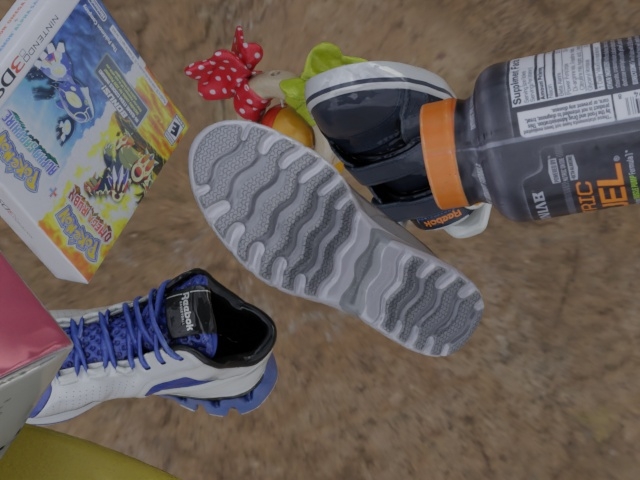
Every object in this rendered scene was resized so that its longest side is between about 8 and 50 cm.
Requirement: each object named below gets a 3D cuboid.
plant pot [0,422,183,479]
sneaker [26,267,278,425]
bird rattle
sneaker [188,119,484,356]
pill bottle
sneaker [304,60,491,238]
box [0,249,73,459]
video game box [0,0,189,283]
[{"bbox_3d":[-0.159,0.257,0.941,0.187,0.212,0.212,-7,133,31],"label":"plant pot"},{"bbox_3d":[-0.181,0.095,1.392,0.315,0.182,0.127,0,63,-15],"label":"sneaker"},{"bbox_3d":[-0.059,-0.174,1.906,0.253,0.143,0.207,5,123,26],"label":"bird rattle"},{"bbox_3d":[0.000,0.000,1.135,0.281,0.115,0.105,38,91,-23],"label":"sneaker"},{"bbox_3d":[0.204,-0.086,1.086,0.245,0.130,0.130,-10,92,14],"label":"pill bottle"},{"bbox_3d":[0.098,-0.084,1.415,0.126,0.321,0.127,-16,71,29],"label":"sneaker"},{"bbox_3d":[-0.287,0.039,0.854,0.232,0.127,0.148,49,131,13],"label":"box"},{"bbox_3d":[-0.216,-0.097,1.178,0.187,0.048,0.205,-59,138,-24],"label":"video game box"}]
